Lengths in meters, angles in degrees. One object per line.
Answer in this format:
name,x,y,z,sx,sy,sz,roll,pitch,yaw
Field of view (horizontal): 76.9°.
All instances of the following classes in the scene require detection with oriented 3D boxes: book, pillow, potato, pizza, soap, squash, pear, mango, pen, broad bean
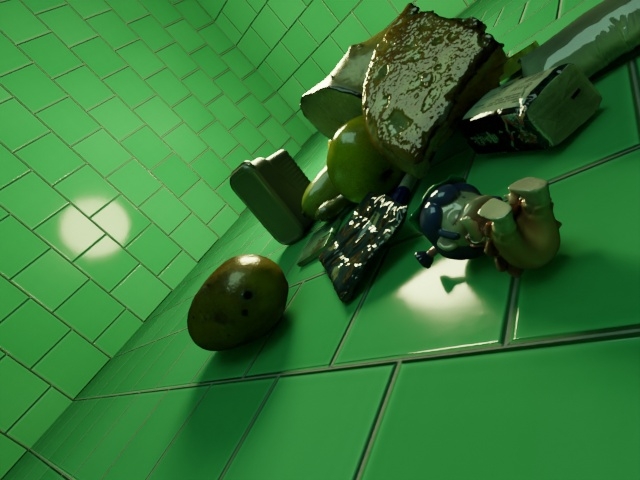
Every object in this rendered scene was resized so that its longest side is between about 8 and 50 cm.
book,0.000,0.000,0.990,0.103,0.017,0.135,-33,18,36
pillow,0.437,-0.311,0.611,0.254,0.078,0.144,-31,37,37
potato,0.167,-0.402,1.065,0.295,0.290,0.397,-53,19,-5
pizza,0.204,-0.308,0.770,0.278,0.114,0.407,-18,61,29
soap,0.366,-0.356,0.871,0.252,0.037,0.092,-36,14,-23
pillow,0.070,-0.005,0.747,0.188,0.034,0.255,-55,12,7
squash,0.020,-0.133,1.099,0.186,0.123,0.123,-46,16,-9
pear,0.100,-0.183,0.914,0.198,0.198,0.198,-40,16,14
mango,-0.189,0.139,0.844,0.177,0.175,0.330,5,-27,-45
pen,0.198,-0.146,0.853,0.033,0.033,0.269,-26,23,48
broad bean,0.086,-0.131,1.034,0.256,0.052,0.052,-43,27,-8

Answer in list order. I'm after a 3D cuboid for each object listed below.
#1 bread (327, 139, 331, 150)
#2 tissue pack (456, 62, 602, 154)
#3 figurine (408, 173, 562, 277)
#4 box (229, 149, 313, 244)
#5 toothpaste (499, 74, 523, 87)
bread,0.166,-0.338,1.242,0.362,0.077,0.138,-31,62,39
tissue pack,0.300,-0.187,0.603,0.103,0.090,0.170,-44,14,-3
figurine,0.173,-0.014,0.457,0.112,0.102,0.195,-32,18,-5
box,-0.122,-0.142,1.215,0.138,0.274,0.178,-25,18,46
toothpaste,0.341,-0.282,0.837,0.315,0.056,0.058,-17,70,52
